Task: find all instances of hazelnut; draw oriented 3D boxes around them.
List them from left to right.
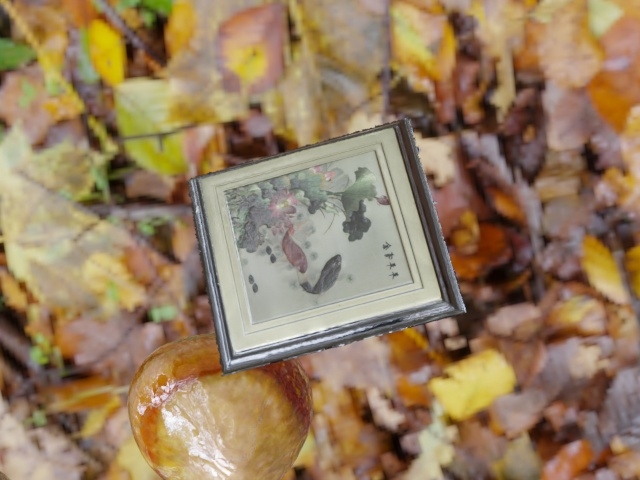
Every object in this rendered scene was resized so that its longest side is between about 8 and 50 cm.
[{"bbox_3d":[-0.092,0.167,1.421,0.182,0.182,0.182,16,110,49],"label":"hazelnut"}]

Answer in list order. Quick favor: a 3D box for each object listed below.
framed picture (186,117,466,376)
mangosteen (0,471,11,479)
[{"bbox_3d":[0.000,0.000,1.205,0.010,0.199,0.195,72,-176,-59],"label":"framed picture"},{"bbox_3d":[-0.396,0.327,1.382,0.300,0.300,0.300,16,110,49],"label":"mangosteen"}]
